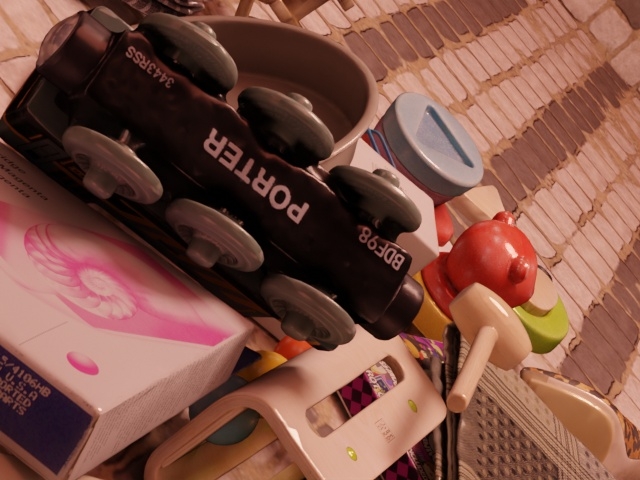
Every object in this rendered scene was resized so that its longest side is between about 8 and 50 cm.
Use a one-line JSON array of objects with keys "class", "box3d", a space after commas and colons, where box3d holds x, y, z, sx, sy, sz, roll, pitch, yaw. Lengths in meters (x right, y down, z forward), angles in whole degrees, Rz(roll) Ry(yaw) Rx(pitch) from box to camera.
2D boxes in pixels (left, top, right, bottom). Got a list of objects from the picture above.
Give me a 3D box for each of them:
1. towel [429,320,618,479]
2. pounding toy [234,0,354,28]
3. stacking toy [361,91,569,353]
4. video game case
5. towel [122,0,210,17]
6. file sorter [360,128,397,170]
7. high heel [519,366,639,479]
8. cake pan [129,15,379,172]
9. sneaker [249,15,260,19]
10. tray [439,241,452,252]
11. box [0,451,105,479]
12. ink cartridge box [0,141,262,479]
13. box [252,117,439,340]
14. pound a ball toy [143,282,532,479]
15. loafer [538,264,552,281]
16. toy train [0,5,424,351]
[{"class": "towel", "box3d": [0.203, 0.260, 1.576, 0.324, 0.056, 0.312, 47, 26, -23]}, {"class": "pounding toy", "box3d": [-0.075, -0.288, 1.793, 0.154, 0.155, 0.269, 57, 5, 8]}, {"class": "stacking toy", "box3d": [0.187, -0.023, 1.866, 0.279, 0.130, 0.309, 15, 43, -44]}, {"class": "video game case", "box3d": [0.105, 0.187, 1.602, 0.210, 0.042, 0.232, 18, 38, -56]}, {"class": "towel", "box3d": [-0.233, -0.355, 1.712, 0.235, 0.121, 0.284, 28, 30, -47]}, {"class": "file sorter", "box3d": [-0.006, -0.075, 1.650, 0.170, 0.118, 0.104, 34, 31, -57]}, {"class": "high heel", "box3d": [0.309, 0.215, 1.920, 0.261, 0.093, 0.186, 44, 11, -9]}, {"class": "cake pan", "box3d": [-0.097, -0.103, 1.441, 0.293, 0.293, 0.054, -90, 180, -56]}, {"class": "sneaker", "box3d": [-0.051, -0.184, 1.890, 0.152, 0.053, 0.061, 53, -2, 18]}, {"class": "tray", "box3d": [0.113, 0.019, 1.898, 0.145, 0.030, 0.270, 9, 46, -60]}, {"class": "box", "box3d": [-0.228, 0.170, 0.920, 0.275, 0.094, 0.113, 24, 33, -47]}, {"class": "ink cartridge box", "box3d": [-0.210, 0.001, 1.129, 0.324, 0.071, 0.330, 35, 20, 10]}, {"class": "box", "box3d": [0.000, 0.000, 1.522, 0.130, 0.170, 0.091, 41, 25, -25]}, {"class": "pound a ball toy", "box3d": [0.017, 0.118, 1.323, 0.136, 0.208, 0.319, 53, 23, 5]}, {"class": "loafer", "box3d": [0.224, 0.060, 2.018, 0.170, 0.062, 0.061, 9, 54, -46]}, {"class": "toy train", "box3d": [-0.076, -0.040, 1.211, 0.334, 0.142, 0.190, 38, -18, -23]}]
